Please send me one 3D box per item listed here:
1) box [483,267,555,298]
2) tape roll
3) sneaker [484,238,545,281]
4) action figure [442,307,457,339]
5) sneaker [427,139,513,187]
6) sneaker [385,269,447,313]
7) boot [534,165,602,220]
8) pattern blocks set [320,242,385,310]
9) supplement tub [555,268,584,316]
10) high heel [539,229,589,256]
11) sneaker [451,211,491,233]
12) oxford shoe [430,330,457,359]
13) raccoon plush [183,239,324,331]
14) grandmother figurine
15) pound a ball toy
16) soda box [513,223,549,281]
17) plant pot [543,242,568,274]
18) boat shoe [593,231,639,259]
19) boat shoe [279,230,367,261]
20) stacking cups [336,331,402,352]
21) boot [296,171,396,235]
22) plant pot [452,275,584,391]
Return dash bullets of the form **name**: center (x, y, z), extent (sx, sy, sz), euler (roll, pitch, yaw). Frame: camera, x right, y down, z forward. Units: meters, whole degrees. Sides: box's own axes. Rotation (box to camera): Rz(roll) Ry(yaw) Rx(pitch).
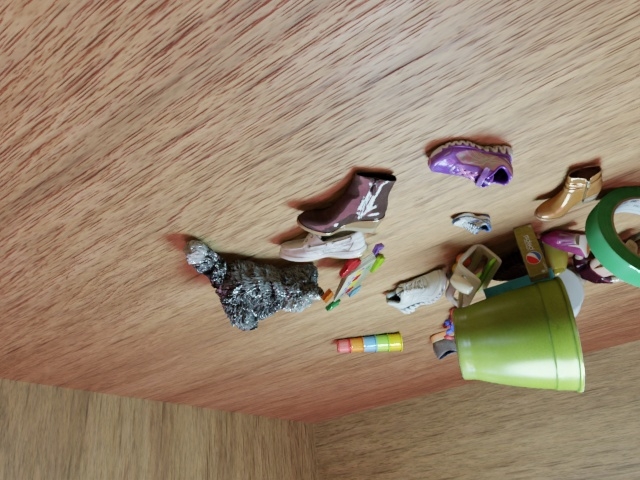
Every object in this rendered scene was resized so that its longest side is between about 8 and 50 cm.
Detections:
- **box**: center (0.724, 0.174, 1.792), extent (0.244, 0.060, 0.100), euler (-23, 155, 23)
- **tape roll**: center (0.967, -0.012, 1.478), extent (0.321, 0.321, 0.077), euler (-4, 150, -7)
- **sneaker**: center (0.692, 0.089, 1.805), extent (0.162, 0.106, 0.281), euler (-3, 150, -2)
- **action figure**: center (0.655, 0.378, 2.303), extent (0.139, 0.091, 0.280), euler (-3, 151, 5)
- **sneaker**: center (0.390, -0.185, 1.259), extent (0.236, 0.104, 0.095), euler (0, 150, -12)
- **sneaker**: center (0.369, 0.195, 1.914), extent (0.118, 0.110, 0.292), euler (21, 139, -25)
- **boot**: center (0.721, -0.142, 1.450), extent (0.197, 0.073, 0.152), euler (-27, 148, 8)
- **pattern blocks set**: center (0.111, 0.121, 1.656), extent (0.285, 0.026, 0.325), euler (-25, 154, -41)
- **supplement tub**: center (0.886, 0.251, 1.980), extent (0.235, 0.235, 0.325), euler (-9, 153, 1)
- **high heel**: center (0.878, 0.012, 1.768), extent (0.117, 0.082, 0.244), euler (4, 177, 42)
- **sneaker**: center (0.478, -0.051, 1.555), extent (0.135, 0.058, 0.052), euler (0, 149, -13)
- **oxford shoe**: center (0.737, 0.501, 2.489), extent (0.363, 0.133, 0.130), euler (-27, 145, 28)
- **raccoon plush**: center (-0.181, 0.121, 1.565), extent (0.299, 0.216, 0.446), euler (-23, 147, 10)
- **grandmother figurine**: center (1.053, 0.106, 1.883), extent (0.104, 0.208, 0.342), euler (-45, 176, -28)
- **pound a ball toy**: center (0.512, 0.144, 1.788), extent (0.208, 0.136, 0.319), euler (-40, 155, -17)
- **soda box**: center (0.696, 0.041, 1.641), extent (0.061, 0.181, 0.058), euler (-18, 149, 18)
- **plant pot**: center (0.848, 0.074, 1.822), extent (0.134, 0.095, 0.134), euler (-6, 150, -3)
- **boat shoe**: center (1.163, 0.065, 1.872), extent (0.110, 0.104, 0.307), euler (5, 148, -21)
- **boat shoe**: center (0.000, 0.000, 1.506), extent (0.277, 0.098, 0.096), euler (-5, 118, 16)
- **stacking cups**: center (0.239, 0.511, 2.433), extent (0.316, 0.096, 0.096), euler (-5, 150, -1)
- **boot**: center (0.068, -0.110, 1.360), extent (0.248, 0.090, 0.207), euler (2, 136, -13)
- **plant pot**: center (0.628, 0.321, 1.636), extent (0.353, 0.366, 0.366), euler (-9, 151, 17)
